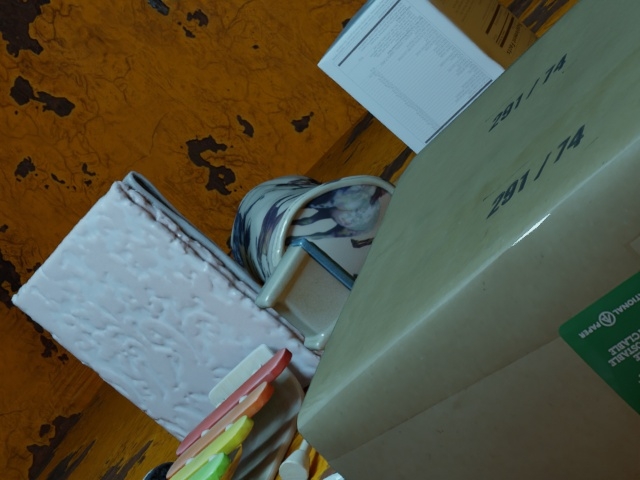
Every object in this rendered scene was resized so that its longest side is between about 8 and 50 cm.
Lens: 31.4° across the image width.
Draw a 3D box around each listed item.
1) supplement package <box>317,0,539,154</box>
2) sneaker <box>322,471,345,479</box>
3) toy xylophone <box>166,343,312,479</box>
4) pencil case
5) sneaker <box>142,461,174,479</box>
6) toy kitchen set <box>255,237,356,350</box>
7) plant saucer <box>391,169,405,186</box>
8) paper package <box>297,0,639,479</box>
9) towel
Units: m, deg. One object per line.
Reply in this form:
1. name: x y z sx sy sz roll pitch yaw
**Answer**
1. supplement package: 0.144 -0.168 1.181 0.139 0.244 0.134 -43 11 35
2. sneaker: 0.010 0.194 0.725 0.271 0.100 0.108 -44 4 37
3. toy xylophone: -0.088 0.224 1.185 0.236 0.081 0.322 -45 9 23
4. pencil case: 0.000 0.000 1.383 0.410 0.184 0.159 -166 76 -77
5. sneaker: -0.199 0.337 1.246 0.097 0.084 0.234 -47 7 30
6. toy kitchen set: 0.022 0.061 1.038 0.122 0.166 0.207 -51 8 -13
7. plant saucer: 0.099 -0.039 1.594 0.200 0.037 0.200 -48 8 9
8. paper package: 0.171 -0.016 0.574 0.325 0.168 0.309 -43 11 33
9. towel: -0.186 0.104 1.389 0.317 0.332 0.053 -41 11 43
